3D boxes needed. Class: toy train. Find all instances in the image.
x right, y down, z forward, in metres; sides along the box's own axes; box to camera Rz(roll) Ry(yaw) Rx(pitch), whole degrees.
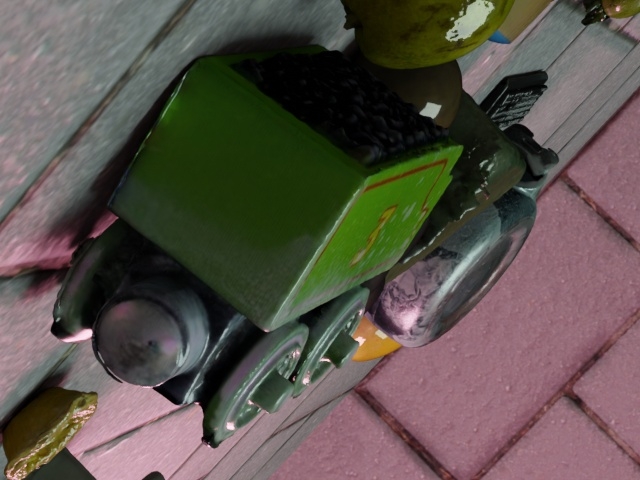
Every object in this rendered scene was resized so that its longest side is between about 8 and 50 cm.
[{"bbox_3d":[-0.037,-0.008,1.106,0.249,0.173,0.307,-58,167,18],"label":"toy train"}]

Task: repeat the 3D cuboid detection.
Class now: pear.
[{"bbox_3d":[0.072,-0.170,1.041,0.131,0.107,0.107,-32,169,-9],"label":"pear"}]

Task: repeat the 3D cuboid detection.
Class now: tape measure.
[{"bbox_3d":[0.153,0.001,2.007,0.275,0.147,0.256,-37,160,-34],"label":"tape measure"}]

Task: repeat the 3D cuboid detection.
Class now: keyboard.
[{"bbox_3d":[0.240,-0.173,2.047,0.094,0.025,0.230,-52,169,19],"label":"keyboard"}]

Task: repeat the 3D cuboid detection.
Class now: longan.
[{"bbox_3d":[0.058,-0.116,1.267,0.113,0.092,0.113,-19,170,-3],"label":"longan"}]

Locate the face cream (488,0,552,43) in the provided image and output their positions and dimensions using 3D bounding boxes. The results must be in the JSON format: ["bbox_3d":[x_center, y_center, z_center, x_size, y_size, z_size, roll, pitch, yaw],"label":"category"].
[{"bbox_3d":[0.223,-0.278,1.360,0.285,0.067,0.139,-46,168,-3],"label":"face cream"}]

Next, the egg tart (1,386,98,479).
[{"bbox_3d":[-0.229,0.155,1.325,0.105,0.039,0.105,-44,171,-9],"label":"egg tart"}]

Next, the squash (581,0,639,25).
[{"bbox_3d":[0.424,-0.362,1.881,0.080,0.071,0.318,-32,164,-53],"label":"squash"}]

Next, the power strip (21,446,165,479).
[{"bbox_3d":[-0.245,0.289,1.539,0.224,0.140,0.139,-43,170,-24],"label":"power strip"}]

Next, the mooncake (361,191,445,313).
[{"bbox_3d":[0.000,0.000,1.416,0.245,0.133,0.245,-51,172,-10],"label":"mooncake"}]

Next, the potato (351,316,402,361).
[{"bbox_3d":[0.137,0.052,2.210,0.300,0.140,0.173,-34,162,-12],"label":"potato"}]

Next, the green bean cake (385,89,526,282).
[{"bbox_3d":[0.092,-0.046,1.632,0.227,0.125,0.222,-45,174,7],"label":"green bean cake"}]
